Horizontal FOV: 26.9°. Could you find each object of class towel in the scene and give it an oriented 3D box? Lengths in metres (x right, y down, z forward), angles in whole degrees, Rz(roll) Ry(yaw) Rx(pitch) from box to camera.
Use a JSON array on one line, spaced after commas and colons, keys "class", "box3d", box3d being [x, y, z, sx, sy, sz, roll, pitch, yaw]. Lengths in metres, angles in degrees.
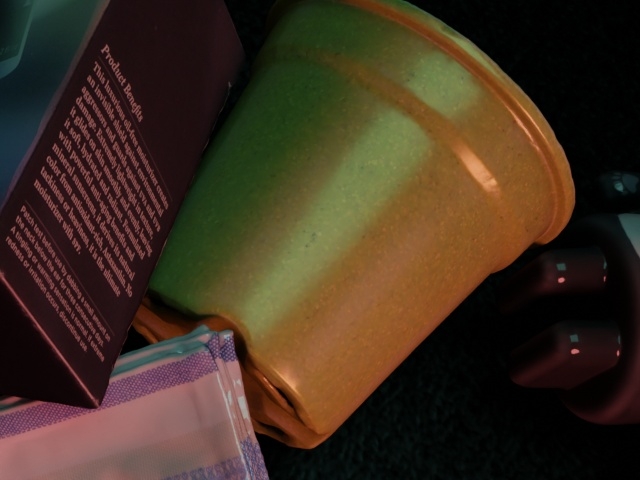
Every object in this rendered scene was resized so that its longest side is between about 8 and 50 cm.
[{"class": "towel", "box3d": [-0.118, 0.214, 0.838, 0.209, 0.034, 0.285, -17, 82, 13]}]

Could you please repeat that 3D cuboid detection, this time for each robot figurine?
[{"class": "robot figurine", "box3d": [0.284, 0.063, 1.084, 0.278, 0.173, 0.209, 0, 108, -21]}]

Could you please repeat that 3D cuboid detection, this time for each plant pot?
[{"class": "plant pot", "box3d": [0.000, 0.000, 0.970, 0.276, 0.276, 0.254, 38, 70, 0]}]

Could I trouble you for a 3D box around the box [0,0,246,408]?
[{"class": "box", "box3d": [-0.246, -0.078, 0.864, 0.296, 0.182, 0.294, 6, 56, 20]}]
